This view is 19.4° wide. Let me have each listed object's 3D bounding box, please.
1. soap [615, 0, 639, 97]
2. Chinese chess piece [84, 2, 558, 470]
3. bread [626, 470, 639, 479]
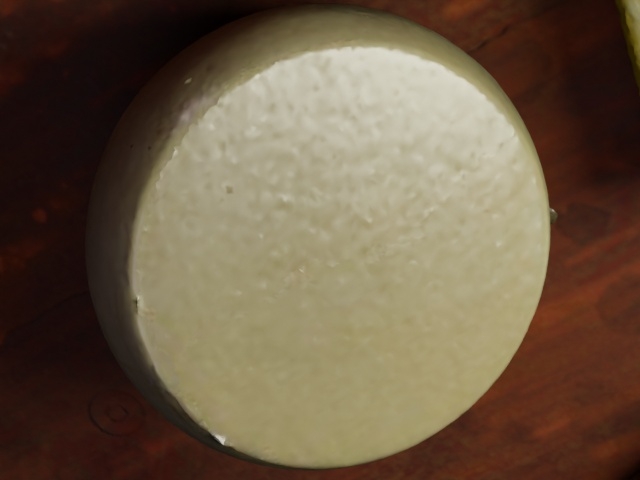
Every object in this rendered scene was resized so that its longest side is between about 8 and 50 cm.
[{"bbox_3d":[0.248,-0.159,0.994,0.199,0.091,0.315,-11,121,14],"label":"soap"},{"bbox_3d":[0.000,0.000,1.066,0.273,0.102,0.273,-5,107,-17],"label":"Chinese chess piece"},{"bbox_3d":[0.298,0.224,1.244,0.236,0.070,0.236,4,123,6],"label":"bread"}]
